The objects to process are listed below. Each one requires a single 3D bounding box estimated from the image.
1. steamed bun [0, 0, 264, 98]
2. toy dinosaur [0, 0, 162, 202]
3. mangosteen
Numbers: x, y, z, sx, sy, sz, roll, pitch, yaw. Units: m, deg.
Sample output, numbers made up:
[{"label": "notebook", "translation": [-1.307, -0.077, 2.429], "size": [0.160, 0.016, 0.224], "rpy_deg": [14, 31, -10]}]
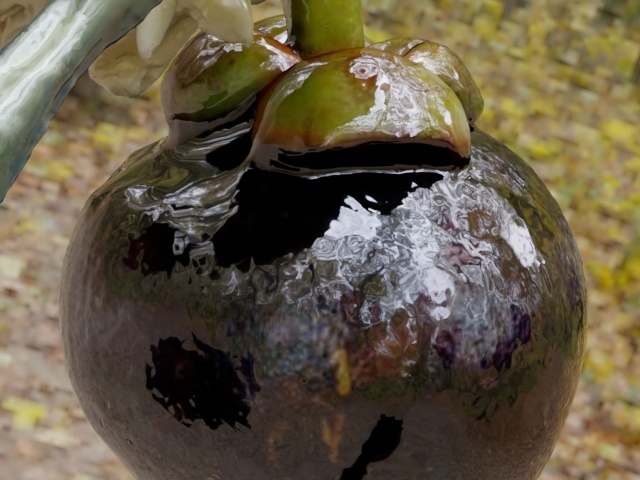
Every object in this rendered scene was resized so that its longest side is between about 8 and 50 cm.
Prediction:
[{"label": "steamed bun", "translation": [-0.052, -0.170, 0.671], "size": [0.137, 0.295, 0.292], "rpy_deg": [40, 0, 14]}, {"label": "toy dinosaur", "translation": [-0.134, 0.088, 0.298], "size": [0.076, 0.363, 0.147], "rpy_deg": [38, 3, -9]}, {"label": "mangosteen", "translation": [0.000, 0.000, 0.876], "size": [0.275, 0.302, 0.275], "rpy_deg": [1, 15, 0]}]
